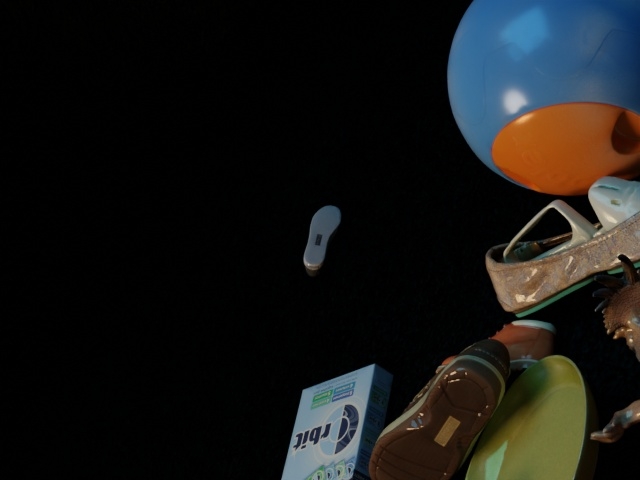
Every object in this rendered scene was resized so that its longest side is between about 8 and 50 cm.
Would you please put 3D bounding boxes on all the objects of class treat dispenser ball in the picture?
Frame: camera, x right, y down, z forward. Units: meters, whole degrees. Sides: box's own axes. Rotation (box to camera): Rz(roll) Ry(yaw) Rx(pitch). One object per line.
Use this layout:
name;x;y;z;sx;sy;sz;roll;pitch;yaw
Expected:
treat dispenser ball;0.295;-0.196;1.137;0.288;0.288;0.288;-40;30;28

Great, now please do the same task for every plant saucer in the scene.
plant saucer;0.214;0.234;0.979;0.241;0.037;0.240;-156;90;-81

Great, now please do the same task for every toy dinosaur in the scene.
toy dinosaur;0.345;0.075;0.865;0.296;0.127;0.200;-39;39;54

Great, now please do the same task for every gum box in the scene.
gum box;0.019;0.274;1.323;0.157;0.041;0.184;-27;38;43

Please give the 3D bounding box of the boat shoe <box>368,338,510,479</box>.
boat shoe;0.145;0.207;1.119;0.095;0.095;0.257;-48;-6;-48

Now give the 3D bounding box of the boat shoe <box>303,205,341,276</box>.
boat shoe;0.000;0.000;1.681;0.040;0.049;0.142;96;-168;-52

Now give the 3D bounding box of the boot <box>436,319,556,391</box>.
boot;0.211;0.138;1.152;0.158;0.059;0.084;-13;44;43

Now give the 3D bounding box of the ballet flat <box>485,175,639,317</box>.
ballet flat;0.304;-0.007;1.069;0.316;0.106;0.108;-30;-1;42
